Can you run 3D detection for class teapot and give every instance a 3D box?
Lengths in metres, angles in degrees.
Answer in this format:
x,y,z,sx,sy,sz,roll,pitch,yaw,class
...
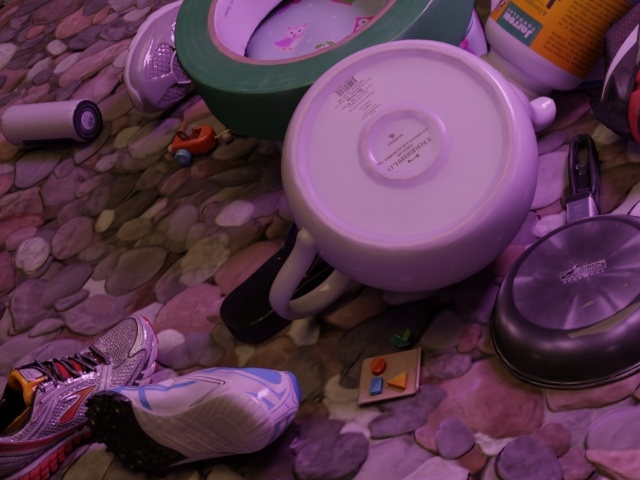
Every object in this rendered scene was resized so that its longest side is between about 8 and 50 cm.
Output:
x,y,z,sx,sy,sz,roll,pitch,yaw,class
0.086,-0.049,1.506,0.256,0.187,0.252,2,69,11,teapot

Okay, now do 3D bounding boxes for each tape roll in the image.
x,y,z,sx,sy,sz,roll,pitch,yaw,class
0.003,-0.247,1.714,0.321,0.077,0.321,-16,44,16,tape roll

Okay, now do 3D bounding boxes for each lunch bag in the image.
x,y,z,sx,sy,sz,roll,pitch,yaw,class
0.052,-0.212,1.790,0.279,0.108,0.224,-25,37,9,lunch bag

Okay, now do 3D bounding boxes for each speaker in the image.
x,y,z,sx,sy,sz,roll,pitch,yaw,class
-0.349,-0.153,2.068,0.136,0.055,0.055,0,44,36,speaker

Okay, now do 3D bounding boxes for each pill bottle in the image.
x,y,z,sx,sy,sz,roll,pitch,yaw,class
0.239,-0.226,1.609,0.208,0.118,0.117,-56,30,16,pill bottle

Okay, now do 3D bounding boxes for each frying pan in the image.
x,y,z,sx,sy,sz,roll,pitch,yaw,class
0.261,-0.002,1.430,0.197,0.053,0.326,0,47,35,frying pan

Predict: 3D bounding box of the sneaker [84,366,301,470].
x,y,z,sx,sy,sz,roll,pitch,yaw,class
-0.120,0.161,1.485,0.237,0.085,0.086,-7,14,35,sneaker

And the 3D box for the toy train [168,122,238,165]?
x,y,z,sx,sy,sz,roll,pitch,yaw,class
-0.119,-0.164,1.918,0.125,0.046,0.166,-6,41,30,toy train

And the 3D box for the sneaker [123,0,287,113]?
x,y,z,sx,sy,sz,roll,pitch,yaw,class
-0.131,-0.262,1.999,0.115,0.105,0.281,16,54,47,sneaker

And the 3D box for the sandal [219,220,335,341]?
x,y,z,sx,sy,sz,roll,pitch,yaw,class
0.000,0.001,1.609,0.254,0.054,0.097,-45,37,-20,sandal

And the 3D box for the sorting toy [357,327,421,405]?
x,y,z,sx,sy,sz,roll,pitch,yaw,class
0.063,0.113,1.456,0.062,0.012,0.083,-16,37,20,sorting toy

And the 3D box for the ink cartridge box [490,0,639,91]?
x,y,z,sx,sy,sz,roll,pitch,yaw,class
0.322,-0.308,1.675,0.304,0.072,0.307,-3,84,34,ink cartridge box

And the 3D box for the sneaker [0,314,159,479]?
x,y,z,sx,sy,sz,roll,pitch,yaw,class
-0.252,0.151,1.571,0.225,0.092,0.088,-43,36,-19,sneaker

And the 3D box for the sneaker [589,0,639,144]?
x,y,z,sx,sy,sz,roll,pitch,yaw,class
0.346,-0.211,1.539,0.135,0.098,0.276,16,76,57,sneaker
